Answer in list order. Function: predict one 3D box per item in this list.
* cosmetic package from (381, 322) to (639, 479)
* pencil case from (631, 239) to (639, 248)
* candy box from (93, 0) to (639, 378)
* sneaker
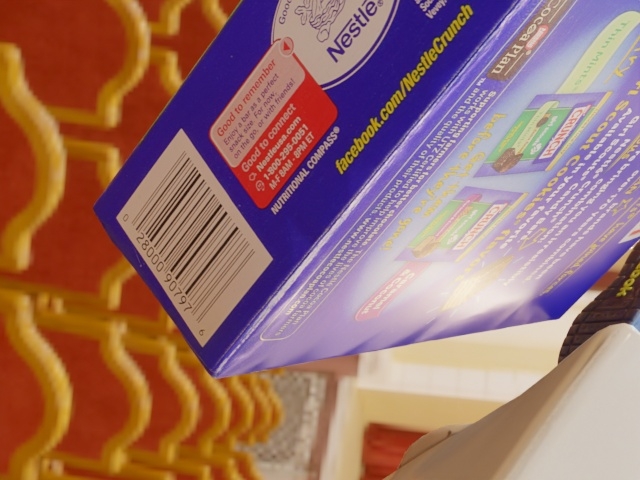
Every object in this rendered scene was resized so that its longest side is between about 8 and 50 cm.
[{"bbox_3d":[-0.022,0.220,0.325,0.385,0.156,0.217,-46,180,-32],"label":"cosmetic package"},{"bbox_3d":[0.373,-0.124,1.579,0.160,0.410,0.184,31,30,-54],"label":"pencil case"},{"bbox_3d":[0.091,-0.070,0.746,0.317,0.122,0.268,-2,139,-51],"label":"candy box"},{"bbox_3d":[0.208,0.052,0.963,0.144,0.053,0.059,-44,113,-26],"label":"sneaker"}]
